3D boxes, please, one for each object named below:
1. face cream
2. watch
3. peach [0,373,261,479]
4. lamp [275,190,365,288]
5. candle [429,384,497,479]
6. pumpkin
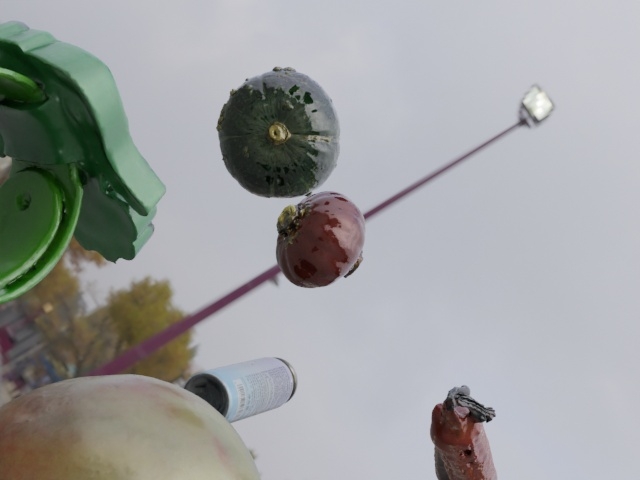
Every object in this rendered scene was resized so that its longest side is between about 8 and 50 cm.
[{"bbox_3d":[-0.097,0.198,1.453,0.075,0.075,0.229,54,19,15],"label":"face cream"},{"bbox_3d":[-0.177,-0.025,0.580,0.131,0.152,0.165,13,-47,35],"label":"watch"},{"bbox_3d":[-0.202,0.249,0.982,0.292,0.292,0.247,93,-6,-64],"label":"peach"},{"bbox_3d":[0.000,0.000,1.059,0.090,0.101,0.101,32,-6,-21],"label":"lamp"},{"bbox_3d":[0.144,0.213,1.122,0.084,0.059,0.301,26,-21,25],"label":"candle"},{"bbox_3d":[-0.060,-0.154,1.587,0.190,0.190,0.146,53,-4,17],"label":"pumpkin"}]
